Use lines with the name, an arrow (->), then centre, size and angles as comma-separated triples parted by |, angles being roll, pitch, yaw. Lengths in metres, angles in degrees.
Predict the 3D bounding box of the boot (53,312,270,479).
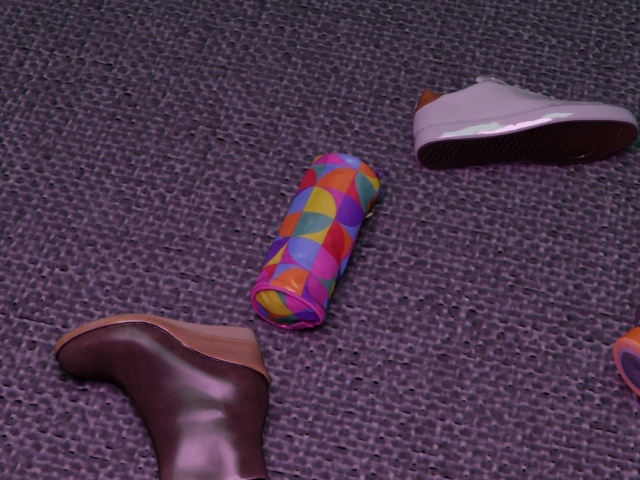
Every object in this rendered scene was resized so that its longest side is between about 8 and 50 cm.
boot -> -0.180, 0.188, 1.544 | 0.248, 0.090, 0.207 | -1, 52, -4

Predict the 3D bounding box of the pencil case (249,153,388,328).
pencil case -> 0.000, 0.000, 1.675 | 0.104, 0.104, 0.236 | 19, 57, 13

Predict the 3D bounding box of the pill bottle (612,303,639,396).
pill bottle -> 0.455, 0.090, 1.586 | 0.245, 0.130, 0.130 | -32, 60, -19

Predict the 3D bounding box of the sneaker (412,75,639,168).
sneaker -> 0.264, -0.170, 1.786 | 0.290, 0.106, 0.123 | -1, 57, 1
